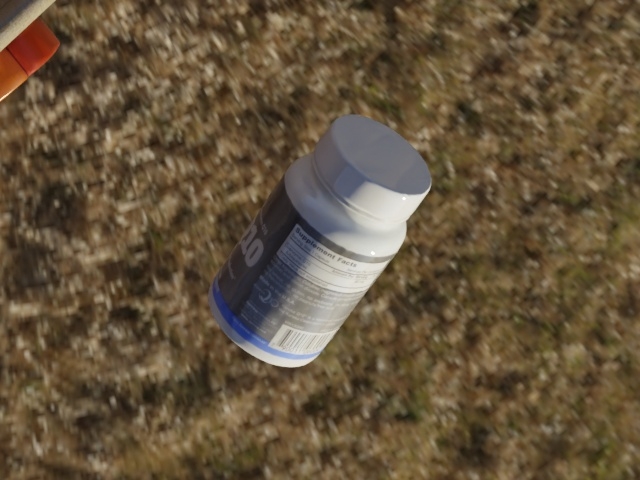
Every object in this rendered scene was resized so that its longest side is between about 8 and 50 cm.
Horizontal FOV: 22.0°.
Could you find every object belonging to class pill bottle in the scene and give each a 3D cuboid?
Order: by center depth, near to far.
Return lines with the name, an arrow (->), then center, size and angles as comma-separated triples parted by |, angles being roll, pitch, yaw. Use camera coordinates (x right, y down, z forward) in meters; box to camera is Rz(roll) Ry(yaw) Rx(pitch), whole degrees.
pill bottle -> 0.000, 0.000, 0.933 | 0.078, 0.078, 0.137 | 22, 123, -21

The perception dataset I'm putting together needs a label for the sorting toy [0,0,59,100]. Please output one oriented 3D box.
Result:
sorting toy -> -0.214, -0.023, 0.683 | 0.307, 0.229, 0.041 | -20, 120, 46
